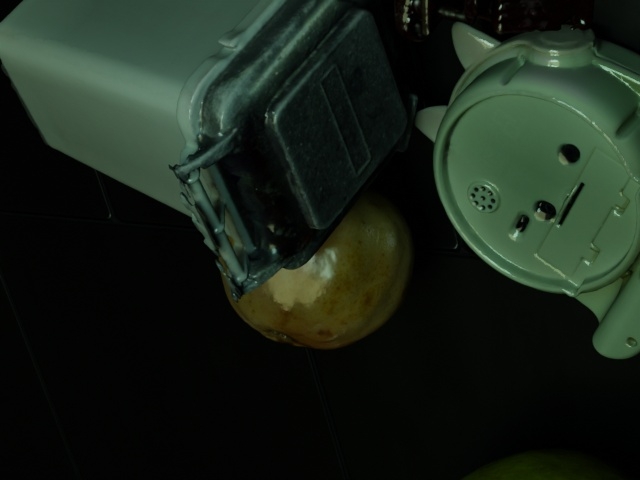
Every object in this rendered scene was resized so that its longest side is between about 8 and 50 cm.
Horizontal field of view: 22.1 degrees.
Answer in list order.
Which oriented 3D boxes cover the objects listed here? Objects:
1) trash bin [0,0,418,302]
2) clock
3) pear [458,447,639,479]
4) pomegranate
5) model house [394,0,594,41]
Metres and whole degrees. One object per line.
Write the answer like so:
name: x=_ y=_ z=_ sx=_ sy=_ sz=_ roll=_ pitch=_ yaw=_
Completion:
trash bin: x=-0.131 y=-0.141 z=1.596 sx=0.367 sy=0.296 sz=0.256 roll=19 pitch=150 yaw=34
clock: x=0.227 y=-0.063 z=1.535 sx=0.324 sy=0.108 sz=0.265 roll=35 pitch=136 yaw=14
pear: x=0.238 y=0.399 z=1.717 sx=0.352 sy=0.352 sz=0.413 roll=49 pitch=147 yaw=-2
pomegranate: x=-0.005 y=0.016 z=1.717 sx=0.207 sy=0.207 sz=0.207 roll=21 pitch=131 yaw=26
model house: x=0.155 y=-0.272 z=1.419 sx=0.164 sy=0.141 sz=0.203 roll=19 pitch=128 yaw=41
